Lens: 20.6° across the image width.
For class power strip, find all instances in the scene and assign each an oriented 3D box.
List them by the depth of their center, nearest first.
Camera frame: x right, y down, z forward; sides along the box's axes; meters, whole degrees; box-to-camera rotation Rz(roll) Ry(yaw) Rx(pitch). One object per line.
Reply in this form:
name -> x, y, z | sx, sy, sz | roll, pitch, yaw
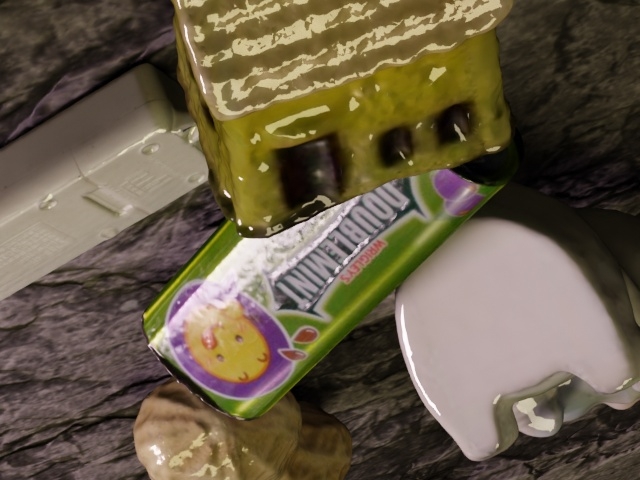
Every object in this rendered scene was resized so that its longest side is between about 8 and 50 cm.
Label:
power strip -> -0.196, -0.024, 1.216 | 0.338, 0.058, 0.098 | -28, 152, 16

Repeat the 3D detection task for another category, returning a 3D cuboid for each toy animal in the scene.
toy animal -> 0.204, 0.028, 1.459 | 0.196, 0.241, 0.367 | -27, 168, 30

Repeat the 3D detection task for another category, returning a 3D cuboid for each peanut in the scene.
peanut -> -0.062, 0.189, 1.650 | 0.136, 0.120, 0.298 | -25, 156, 19

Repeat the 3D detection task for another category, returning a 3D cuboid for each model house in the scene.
model house -> -0.001, -0.150, 1.024 | 0.193, 0.175, 0.234 | -18, 144, -3

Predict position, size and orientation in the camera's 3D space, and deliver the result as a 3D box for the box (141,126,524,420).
box -> 0.000, 0.000, 1.314 | 0.345, 0.134, 0.097 | -45, -177, 41
